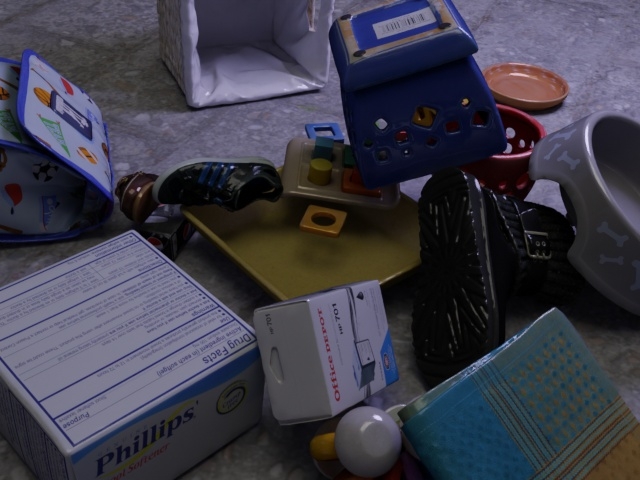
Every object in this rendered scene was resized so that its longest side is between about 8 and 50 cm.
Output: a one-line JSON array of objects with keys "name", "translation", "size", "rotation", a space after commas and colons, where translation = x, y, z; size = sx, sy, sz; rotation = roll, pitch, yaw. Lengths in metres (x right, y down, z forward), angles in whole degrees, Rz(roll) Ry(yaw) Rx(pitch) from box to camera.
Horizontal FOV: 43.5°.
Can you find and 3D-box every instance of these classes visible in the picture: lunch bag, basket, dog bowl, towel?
[{"name": "lunch bag", "translation": [-0.538, -0.163, 1.314], "size": [0.385, 0.239, 0.328], "rotation": [8, 33, -24]}, {"name": "basket", "translation": [-0.168, -0.499, 1.715], "size": [0.331, 0.328, 0.266], "rotation": [-12, 38, -21]}, {"name": "dog bowl", "translation": [0.489, -0.054, 1.252], "size": [0.348, 0.102, 0.349], "rotation": [21, 48, -25]}, {"name": "towel", "translation": [0.273, 0.278, 0.849], "size": [0.271, 0.040, 0.370], "rotation": [-24, 74, -33]}]

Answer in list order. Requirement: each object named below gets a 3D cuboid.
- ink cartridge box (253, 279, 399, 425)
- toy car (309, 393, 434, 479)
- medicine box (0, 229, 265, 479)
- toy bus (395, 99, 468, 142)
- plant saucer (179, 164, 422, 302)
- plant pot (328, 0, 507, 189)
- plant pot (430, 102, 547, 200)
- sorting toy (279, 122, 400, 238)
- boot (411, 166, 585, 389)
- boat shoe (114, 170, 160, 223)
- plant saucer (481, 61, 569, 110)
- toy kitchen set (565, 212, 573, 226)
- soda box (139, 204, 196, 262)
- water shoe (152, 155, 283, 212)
[{"name": "ink cartridge box", "translation": [0.012, 0.132, 0.989], "size": [0.082, 0.140, 0.190], "rotation": [-13, -1, 28]}, {"name": "toy car", "translation": [0.082, 0.256, 0.915], "size": [0.182, 0.159, 0.136], "rotation": [-7, 73, -17]}, {"name": "medicine box", "translation": [-0.257, 0.154, 0.983], "size": [0.263, 0.149, 0.289], "rotation": [-27, 48, -36]}, {"name": "toy bus", "translation": [0.238, -0.280, 1.654], "size": [0.202, 0.104, 0.191], "rotation": [15, 38, 13]}, {"name": "plant saucer", "translation": [0.000, 0.000, 1.276], "size": [0.332, 0.081, 0.333], "rotation": [-23, 45, -33]}, {"name": "plant pot", "translation": [0.140, -0.250, 1.260], "size": [0.236, 0.212, 0.236], "rotation": [-16, 37, 5]}, {"name": "plant pot", "translation": [0.279, -0.121, 1.390], "size": [0.191, 0.174, 0.191], "rotation": [4, 37, -3]}, {"name": "sorting toy", "translation": [0.035, -0.124, 1.339], "size": [0.196, 0.047, 0.348], "rotation": [5, 37, 0]}, {"name": "boot", "translation": [0.270, 0.075, 1.167], "size": [0.260, 0.131, 0.348], "rotation": [21, 64, -35]}, {"name": "boat shoe", "translation": [-0.295, -0.074, 1.296], "size": [0.073, 0.073, 0.207], "rotation": [24, 5, -2]}, {"name": "plant saucer", "translation": [0.461, -0.347, 1.825], "size": [0.200, 0.037, 0.200], "rotation": [3, 36, -2]}, {"name": "toy kitchen set", "translation": [0.443, -0.003, 1.374], "size": [0.068, 0.075, 0.083], "rotation": [20, -1, 13]}, {"name": "soda box", "translation": [-0.234, -0.038, 1.320], "size": [0.060, 0.053, 0.169], "rotation": [14, 37, 11]}, {"name": "water shoe", "translation": [-0.156, -0.084, 1.243], "size": [0.203, 0.073, 0.080], "rotation": [-13, 45, -20]}]
